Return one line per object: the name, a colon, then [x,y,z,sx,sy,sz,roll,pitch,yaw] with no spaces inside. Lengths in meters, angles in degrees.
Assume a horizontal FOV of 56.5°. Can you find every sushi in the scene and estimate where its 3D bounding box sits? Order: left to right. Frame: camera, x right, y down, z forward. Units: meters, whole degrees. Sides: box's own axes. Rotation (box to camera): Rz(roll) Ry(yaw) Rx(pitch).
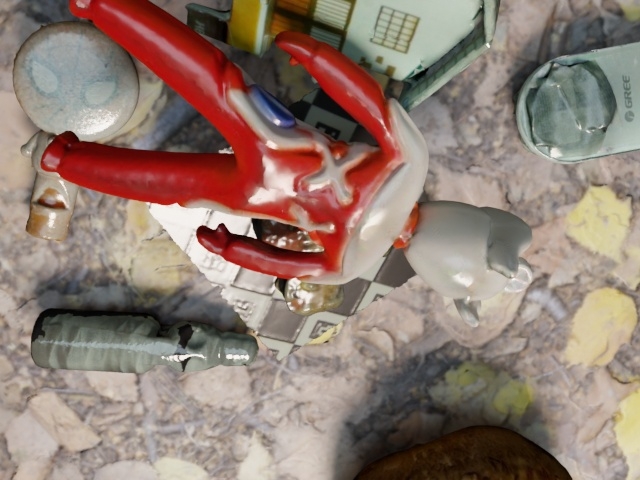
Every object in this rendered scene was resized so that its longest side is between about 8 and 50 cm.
sushi: [0.000,0.000,0.543,0.220,0.047,0.231,-33,122,2]

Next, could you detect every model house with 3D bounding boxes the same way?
model house: [0.037,-0.243,0.446,0.215,0.224,0.198,21,141,-3]

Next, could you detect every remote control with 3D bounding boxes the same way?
remote control: [0.309,-0.139,0.580,0.248,0.052,0.104,-10,98,-1]

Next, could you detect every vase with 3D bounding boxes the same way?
vase: [-0.166,0.101,0.587,0.212,0.060,0.059,4,99,-5]

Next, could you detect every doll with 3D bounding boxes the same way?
doll: [-0.008,-0.045,0.446,0.384,0.099,0.188,26,121,-6]

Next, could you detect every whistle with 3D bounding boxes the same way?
whistle: [-0.233,-0.106,0.555,0.107,0.057,0.219,12,103,-19]

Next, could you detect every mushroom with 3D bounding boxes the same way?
mushroom: [0.139,0.300,0.595,0.253,0.153,0.253,-2,109,-6]

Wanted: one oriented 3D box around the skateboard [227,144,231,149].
skateboard: [-0.064,-0.075,0.552,0.032,0.083,0.063,-12,100,-2]
